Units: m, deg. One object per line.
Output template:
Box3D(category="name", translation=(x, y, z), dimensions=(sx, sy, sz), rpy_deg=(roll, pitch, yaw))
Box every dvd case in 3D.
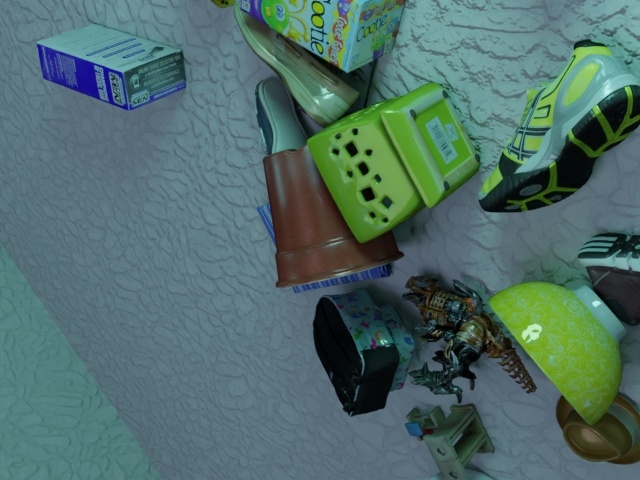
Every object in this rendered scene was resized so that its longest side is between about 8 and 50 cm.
Box3D(category="dvd case", translation=(0.031, -0.328, 1.680), dimensions=(0.164, 0.018, 0.221), rpy_deg=(35, 135, 23))

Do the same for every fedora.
Box3D(category="fedora", translation=(0.542, 0.379, 1.604), dimensions=(0.194, 0.079, 0.194), rpy_deg=(23, 130, 31))

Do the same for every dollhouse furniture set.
Box3D(category="dollhouse furniture set", translation=(0.275, 0.469, 1.881), dimensions=(0.184, 0.129, 0.129), rpy_deg=(-17, 103, 47))

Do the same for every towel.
Box3D(category="towel", translation=(0.000, 0.000, 1.910), dimensions=(0.336, 0.040, 0.243), rpy_deg=(-14, 105, 48))

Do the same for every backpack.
Box3D(category="backpack", translation=(0.086, 0.235, 1.850), dimensions=(0.253, 0.191, 0.225), rpy_deg=(52, 145, 40))

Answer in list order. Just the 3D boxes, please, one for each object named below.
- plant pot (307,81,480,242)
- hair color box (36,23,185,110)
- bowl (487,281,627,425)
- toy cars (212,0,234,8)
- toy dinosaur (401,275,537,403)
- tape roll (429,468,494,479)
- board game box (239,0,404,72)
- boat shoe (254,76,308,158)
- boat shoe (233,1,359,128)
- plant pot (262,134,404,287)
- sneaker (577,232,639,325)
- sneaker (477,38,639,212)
Box3D(category="plant pot", translation=(0.151, -0.156, 1.528), dimensions=(0.207, 0.227, 0.228), rpy_deg=(-21, 100, 43))
Box3D(category="hair color box", translation=(-0.516, -0.431, 2.013), dimensions=(0.339, 0.185, 0.110), rpy_deg=(22, 129, 34))
Box3D(category="bowl", translation=(0.450, 0.169, 1.470), dimensions=(0.156, 0.289, 0.289), rpy_deg=(-41, 83, 8))
Box3D(category="toy cars", translation=(-0.258, -0.572, 1.600), dimensions=(0.176, 0.087, 0.393), rpy_deg=(51, 173, 6))
Box3D(category="toy dinosaur", translation=(0.292, 0.209, 1.693), dimensions=(0.322, 0.164, 0.218), rpy_deg=(50, 127, 40))
Box3D(category="tape roll", translation=(0.322, 0.674, 1.884), dimensions=(0.246, 0.246, 0.169), rpy_deg=(37, 135, 20))
Box3D(category="board game box", translation=(0.001, -0.453, 1.531), dimensions=(0.275, 0.144, 0.142), rpy_deg=(35, 136, 23))
Box3D(category="boat shoe", translation=(-0.090, -0.229, 1.796), dimensions=(0.079, 0.095, 0.254), rpy_deg=(-12, 100, 68))
Box3D(category="boat shoe", translation=(-0.046, -0.375, 1.640), dimensions=(0.110, 0.122, 0.341), rpy_deg=(-43, 72, 18))
Box3D(category="plant pot", translation=(0.009, -0.065, 1.672), dimensions=(0.272, 0.272, 0.265), rpy_deg=(-11, 93, 47))
Box3D(category="sneaker", translation=(0.580, 0.075, 1.369), dimensions=(0.281, 0.106, 0.162), rpy_deg=(8, 128, 50))
Box3D(category="sneaker", translation=(0.390, -0.174, 1.376), dimensions=(0.384, 0.145, 0.147), rpy_deg=(-50, 47, 51))
